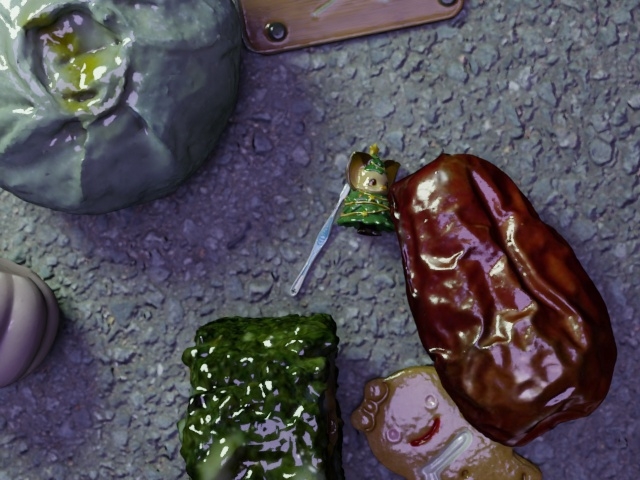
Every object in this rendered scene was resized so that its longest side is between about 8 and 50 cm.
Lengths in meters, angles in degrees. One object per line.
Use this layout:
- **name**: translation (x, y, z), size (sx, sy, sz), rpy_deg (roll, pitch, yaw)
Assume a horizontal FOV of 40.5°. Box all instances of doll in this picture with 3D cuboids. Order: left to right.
- **doll**: translation (0.055, -0.058, 1.077), size (0.078, 0.077, 0.113), rpy_deg (10, 66, -36)

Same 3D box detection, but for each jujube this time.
- **jujube**: translation (0.199, 0.057, 0.997), size (0.216, 0.216, 0.342), rpy_deg (-29, 80, 5)

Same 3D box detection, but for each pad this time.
- **pad**: translation (0.020, -0.395, 1.096), size (0.286, 0.018, 0.284), rpy_deg (-10, 89, 4)

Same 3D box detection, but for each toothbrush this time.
- **toothbrush**: translation (0.000, 0.000, 1.099), size (0.014, 0.017, 0.162), rpy_deg (29, 93, 12)

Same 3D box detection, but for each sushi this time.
- **sushi**: translation (-0.057, 0.260, 0.971), size (0.178, 0.294, 0.352), rpy_deg (-4, 87, 2)

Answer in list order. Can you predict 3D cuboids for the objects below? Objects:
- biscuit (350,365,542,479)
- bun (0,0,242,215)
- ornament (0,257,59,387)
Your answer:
- **biscuit**: translation (0.154, 0.258, 1.078), size (0.184, 0.035, 0.249), rpy_deg (-41, 86, 4)
- **bun**: translation (-0.265, -0.198, 1.001), size (0.362, 0.211, 0.362), rpy_deg (-3, 107, -10)
- **ornament**: translation (-0.416, 0.103, 1.062), size (0.177, 0.177, 0.177), rpy_deg (0, 90, 5)
